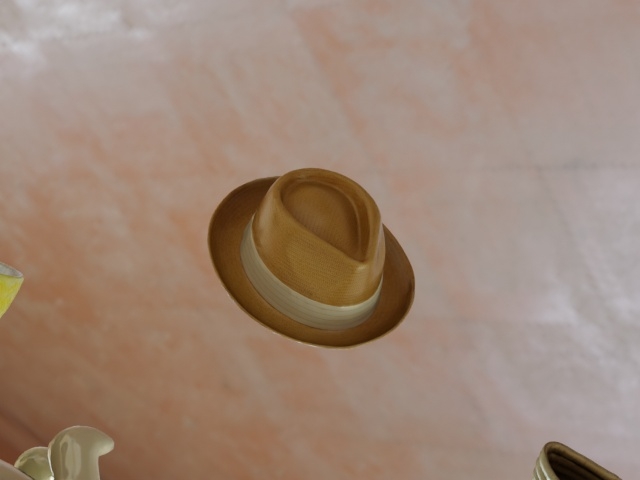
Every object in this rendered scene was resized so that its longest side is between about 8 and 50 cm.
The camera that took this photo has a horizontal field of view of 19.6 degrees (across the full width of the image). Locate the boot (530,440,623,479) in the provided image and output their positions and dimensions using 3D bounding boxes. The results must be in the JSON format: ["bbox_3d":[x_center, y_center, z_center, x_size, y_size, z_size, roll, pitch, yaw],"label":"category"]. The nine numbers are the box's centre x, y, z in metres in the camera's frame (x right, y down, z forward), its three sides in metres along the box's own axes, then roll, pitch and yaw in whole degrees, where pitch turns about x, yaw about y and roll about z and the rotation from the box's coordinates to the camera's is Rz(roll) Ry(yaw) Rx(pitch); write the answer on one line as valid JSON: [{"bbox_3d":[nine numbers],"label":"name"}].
[{"bbox_3d":[0.251,0.305,1.706,0.213,0.077,0.165,46,130,29],"label":"boot"}]

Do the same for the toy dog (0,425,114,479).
[{"bbox_3d":[-0.366,0.308,1.757,0.408,0.395,0.284,64,163,-1],"label":"toy dog"}]

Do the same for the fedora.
[{"bbox_3d":[0.000,0.000,1.571,0.194,0.194,0.079,33,137,11],"label":"fedora"}]

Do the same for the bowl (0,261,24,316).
[{"bbox_3d":[-0.470,0.060,1.926,0.289,0.156,0.289,20,179,0],"label":"bowl"}]
